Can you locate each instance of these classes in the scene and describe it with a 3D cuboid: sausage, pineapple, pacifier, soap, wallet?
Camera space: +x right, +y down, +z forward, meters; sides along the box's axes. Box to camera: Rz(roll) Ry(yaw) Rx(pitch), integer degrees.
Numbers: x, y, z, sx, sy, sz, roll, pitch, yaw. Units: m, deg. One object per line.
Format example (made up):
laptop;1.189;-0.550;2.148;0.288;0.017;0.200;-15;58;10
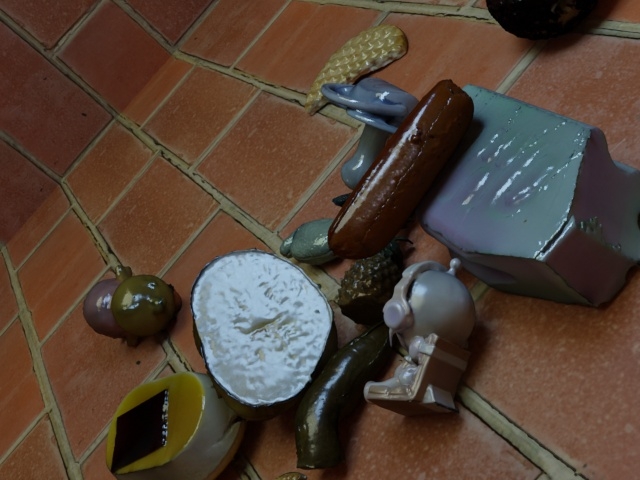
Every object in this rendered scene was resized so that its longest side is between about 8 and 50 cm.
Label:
sausage;0.126;-0.104;1.352;0.330;0.102;0.102;-54;30;-5
pineapple;0.109;0.013;1.525;0.130;0.119;0.277;-11;47;28
pacifier;0.096;-0.204;1.743;0.287;0.238;0.226;41;118;59
soap;0.296;-0.068;1.335;0.261;0.156;0.446;-48;30;1
wallet;0.092;-0.075;1.683;0.129;0.088;0.026;-10;71;51

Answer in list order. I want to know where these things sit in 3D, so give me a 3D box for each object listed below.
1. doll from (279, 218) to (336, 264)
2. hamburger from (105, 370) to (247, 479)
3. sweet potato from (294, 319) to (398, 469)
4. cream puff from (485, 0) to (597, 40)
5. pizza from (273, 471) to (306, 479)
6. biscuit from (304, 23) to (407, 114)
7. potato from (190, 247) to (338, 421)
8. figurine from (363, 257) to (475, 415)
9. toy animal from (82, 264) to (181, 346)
doll;0.000;0.000;1.724;0.214;0.071;0.104;-6;50;45
hamburger;-0.254;0.352;1.574;0.295;0.151;0.227;-17;47;36
sweet potato;0.043;0.242;1.390;0.112;0.085;0.286;24;59;24
cream puff;0.428;-0.481;1.637;0.239;0.165;0.239;-33;37;29
pizza;-0.057;0.389;1.397;0.083;0.016;0.037;-28;34;25
biscuit;0.083;-0.445;2.176;0.309;0.040;0.205;-29;34;30
potato;-0.090;0.180;1.535;0.246;0.196;0.300;-22;58;-3
figurine;0.151;0.137;1.285;0.141;0.162;0.237;-2;71;46
toy animal;-0.433;0.150;2.029;0.281;0.169;0.195;-8;91;42
